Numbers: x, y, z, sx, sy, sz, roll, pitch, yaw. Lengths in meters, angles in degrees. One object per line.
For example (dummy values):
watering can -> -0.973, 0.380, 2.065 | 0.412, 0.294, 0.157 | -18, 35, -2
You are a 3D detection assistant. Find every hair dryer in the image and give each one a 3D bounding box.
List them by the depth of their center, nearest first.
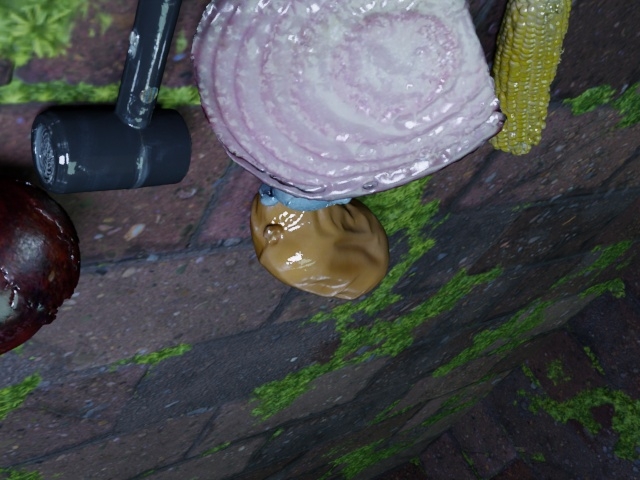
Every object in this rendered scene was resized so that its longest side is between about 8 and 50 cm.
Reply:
hair dryer -> -0.155, -0.133, 0.595 | 0.124, 0.071, 0.219 | -8, 138, -40

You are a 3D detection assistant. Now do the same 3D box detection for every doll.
doll -> 0.021, -0.081, 0.813 | 0.179, 0.075, 0.120 | -32, -164, -38

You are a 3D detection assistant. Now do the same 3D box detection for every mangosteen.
mangosteen -> -0.292, 0.012, 0.592 | 0.166, 0.166, 0.180 | -35, 134, 4

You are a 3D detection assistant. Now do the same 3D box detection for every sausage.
sausage -> 0.000, -0.001, 0.919 | 0.120, 0.136, 0.241 | -37, 150, 24

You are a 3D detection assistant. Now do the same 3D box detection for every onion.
onion -> 0.016, -0.163, 0.656 | 0.247, 0.111, 0.250 | -21, 130, 11

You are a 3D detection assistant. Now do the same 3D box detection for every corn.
corn -> 0.251, -0.208, 0.890 | 0.086, 0.086, 0.288 | -28, 152, -10
